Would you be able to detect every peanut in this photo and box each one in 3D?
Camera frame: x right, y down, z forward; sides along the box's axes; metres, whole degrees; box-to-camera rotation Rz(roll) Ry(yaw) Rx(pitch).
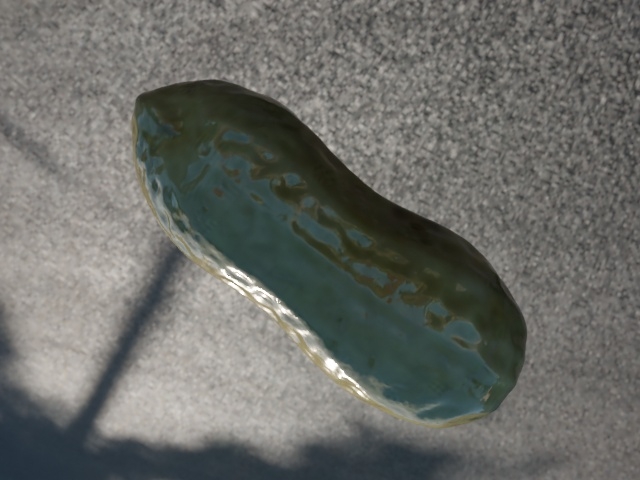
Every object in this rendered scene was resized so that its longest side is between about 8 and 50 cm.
[{"bbox_3d":[0.000,0.000,0.532,0.274,0.111,0.125,41,-173,6],"label":"peanut"}]
